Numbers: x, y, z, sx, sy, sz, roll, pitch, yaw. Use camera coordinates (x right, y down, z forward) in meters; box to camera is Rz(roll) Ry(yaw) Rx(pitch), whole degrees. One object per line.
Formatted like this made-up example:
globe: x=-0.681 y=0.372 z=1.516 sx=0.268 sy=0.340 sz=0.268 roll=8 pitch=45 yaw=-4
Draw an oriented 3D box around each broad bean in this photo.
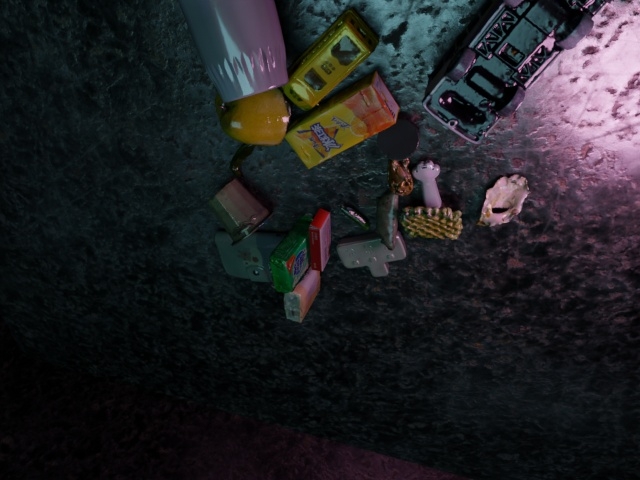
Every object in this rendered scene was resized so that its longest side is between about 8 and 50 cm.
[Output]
broad bean: x=-0.291 y=-0.304 z=1.779 sx=0.061 sy=0.046 sz=0.195 roll=18 pitch=138 yaw=-14

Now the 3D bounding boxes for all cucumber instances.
cucumber: x=0.130 y=-0.093 z=1.835 sx=0.155 sy=0.037 sz=0.037 roll=36 pitch=130 yaw=-16

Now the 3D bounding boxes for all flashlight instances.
flashlight: x=0.376 y=-0.189 z=1.673 sx=0.093 sy=0.047 sz=0.200 roll=-5 pitch=130 yaw=22

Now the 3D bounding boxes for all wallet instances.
wallet: x=-0.269 y=0.073 z=2.071 sx=0.360 sy=0.083 sz=0.252 roll=3 pitch=124 yaw=17

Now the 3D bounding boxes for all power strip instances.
power strip: x=0.213 y=0.061 z=1.924 sx=0.265 sy=0.059 sz=0.193 roll=-11 pitch=125 yaw=24

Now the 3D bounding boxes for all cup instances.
cup: x=-0.234 y=-0.591 z=1.335 sx=0.253 sy=0.253 sz=0.371 roll=-8 pitch=112 yaw=23

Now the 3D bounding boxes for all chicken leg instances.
chicken leg: x=0.260 y=-0.243 z=1.632 sx=0.085 sy=0.101 sz=0.207 roll=-12 pitch=116 yaw=11

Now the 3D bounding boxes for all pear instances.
pear: x=-0.247 y=-0.397 z=1.547 sx=0.267 sy=0.178 sz=0.267 roll=23 pitch=130 yaw=30

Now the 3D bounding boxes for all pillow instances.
pillow: x=0.240 y=-0.081 z=1.778 sx=0.093 sy=0.051 sz=0.241 roll=13 pitch=115 yaw=29

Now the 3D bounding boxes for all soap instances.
soap: x=-0.101 y=0.050 z=1.878 sx=0.098 sy=0.273 sz=0.218 roll=10 pitch=131 yaw=23

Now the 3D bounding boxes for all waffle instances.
waffle: x=0.393 y=-0.068 z=1.730 sx=0.223 sy=0.054 sz=0.204 roll=4 pitch=156 yaw=18

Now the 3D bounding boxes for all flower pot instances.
flower pot: x=-0.323 y=-0.114 z=1.862 sx=0.212 sy=0.212 sz=0.202 roll=-34 pitch=103 yaw=36

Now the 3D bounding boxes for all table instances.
table: x=0.250 y=-0.324 z=1.559 sx=0.133 sy=0.043 sz=0.133 roll=2 pitch=101 yaw=13

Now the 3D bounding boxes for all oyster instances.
oyster: x=0.620 y=-0.130 z=1.639 sx=0.133 sy=0.072 sz=0.209 roll=16 pitch=112 yaw=12

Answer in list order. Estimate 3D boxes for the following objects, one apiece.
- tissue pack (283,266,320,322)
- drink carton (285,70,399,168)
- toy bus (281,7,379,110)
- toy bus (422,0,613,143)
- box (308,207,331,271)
tissue pack: x=-0.072 y=0.206 z=2.027 sx=0.090 sy=0.222 sz=0.186 roll=16 pitch=132 yaw=17
drink carton: x=0.063 y=-0.383 z=1.564 sx=0.351 sy=0.111 sz=0.154 roll=-22 pitch=119 yaw=33
toy bus: x=0.009 y=-0.512 z=1.442 sx=0.144 sy=0.152 sz=0.330 roll=41 pitch=129 yaw=-20
toy bus: x=0.470 y=-0.497 z=1.248 sx=0.209 sy=0.249 sz=0.440 roll=31 pitch=125 yaw=-10
box: x=0.000 y=0.000 z=1.897 sx=0.050 sy=0.123 sz=0.229 roll=10 pitch=132 yaw=15
